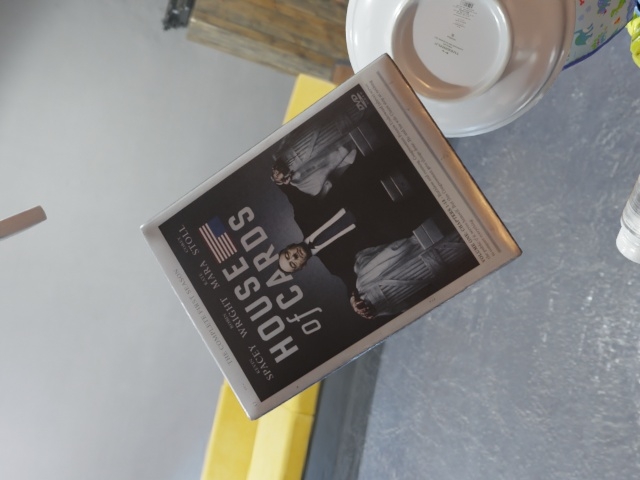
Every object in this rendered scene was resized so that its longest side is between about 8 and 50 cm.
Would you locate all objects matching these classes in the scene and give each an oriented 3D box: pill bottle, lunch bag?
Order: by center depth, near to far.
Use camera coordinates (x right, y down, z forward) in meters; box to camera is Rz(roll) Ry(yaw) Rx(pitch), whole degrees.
[{"bbox_3d":[0.418,-0.040,0.797,0.078,0.078,0.137,-94,3,-47],"label":"pill bottle"},{"bbox_3d":[0.362,-0.328,0.885,0.129,0.151,0.096,64,-179,-50],"label":"lunch bag"}]

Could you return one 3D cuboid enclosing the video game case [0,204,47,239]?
[{"bbox_3d":[-0.353,0.009,0.626,0.143,0.157,0.019,-6,110,59],"label":"video game case"}]

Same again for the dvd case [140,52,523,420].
[{"bbox_3d":[0.000,0.000,0.495,0.238,0.179,0.029,-34,-9,10],"label":"dvd case"}]

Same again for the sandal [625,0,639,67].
[{"bbox_3d":[0.505,-0.364,0.954,0.317,0.126,0.138,-93,12,-47],"label":"sandal"}]

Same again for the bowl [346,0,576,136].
[{"bbox_3d":[0.165,-0.253,0.807,0.134,0.297,0.298,-61,-4,-60],"label":"bowl"}]
